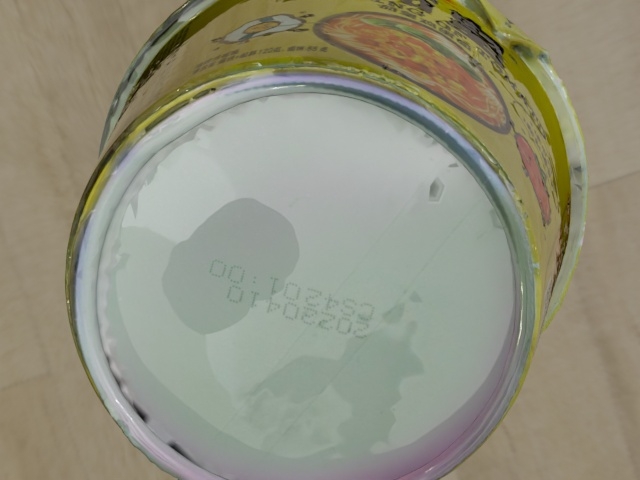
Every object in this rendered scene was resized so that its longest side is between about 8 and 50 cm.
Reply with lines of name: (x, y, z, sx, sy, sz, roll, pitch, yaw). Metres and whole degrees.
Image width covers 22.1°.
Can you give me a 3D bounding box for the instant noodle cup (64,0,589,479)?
instant noodle cup: (0.000, 0.000, 0.954, 0.326, 0.254, 0.325, 1, 103, 6)
